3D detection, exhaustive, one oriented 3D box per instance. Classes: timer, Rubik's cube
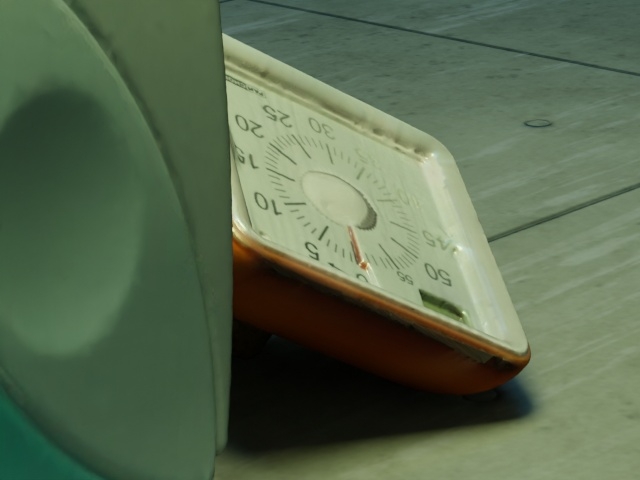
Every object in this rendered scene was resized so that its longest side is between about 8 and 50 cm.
[{"bbox_3d":[0.000,0.000,1.278,0.257,0.161,0.250,24,15,-30],"label":"timer"},{"bbox_3d":[-0.269,-0.013,0.934,0.347,0.352,0.351,2,0,30],"label":"Rubik's cube"}]

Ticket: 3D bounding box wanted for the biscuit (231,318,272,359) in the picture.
[{"bbox_3d":[-0.127,0.033,1.332,0.183,0.047,0.320,27,9,9],"label":"biscuit"}]
